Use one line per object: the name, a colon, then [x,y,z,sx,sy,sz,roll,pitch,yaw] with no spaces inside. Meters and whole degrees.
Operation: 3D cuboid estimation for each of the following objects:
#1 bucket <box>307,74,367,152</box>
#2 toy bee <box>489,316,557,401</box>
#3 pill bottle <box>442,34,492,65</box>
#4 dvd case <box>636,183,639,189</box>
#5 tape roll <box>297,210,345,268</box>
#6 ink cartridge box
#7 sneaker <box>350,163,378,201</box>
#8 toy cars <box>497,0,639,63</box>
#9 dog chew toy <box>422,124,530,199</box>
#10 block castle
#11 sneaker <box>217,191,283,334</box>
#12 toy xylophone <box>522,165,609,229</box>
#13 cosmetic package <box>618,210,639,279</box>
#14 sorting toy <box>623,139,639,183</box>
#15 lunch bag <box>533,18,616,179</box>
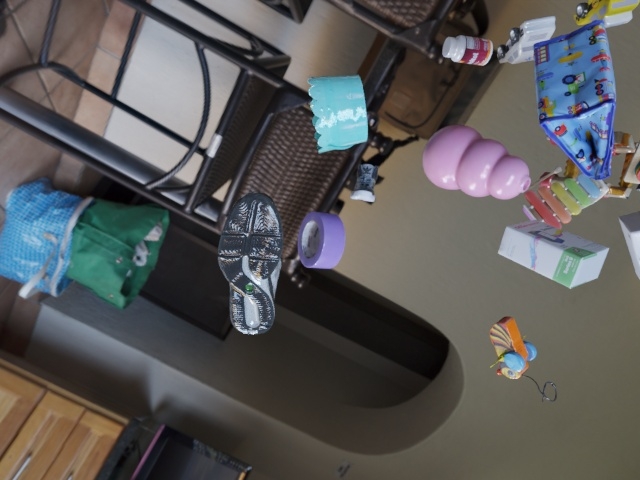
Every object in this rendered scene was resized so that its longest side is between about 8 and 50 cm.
bucket: [0.061,-0.463,1.618,0.281,0.183,0.280,172,-90,-90]
toy bee: [0.662,0.421,1.561,0.162,0.196,0.297,-36,-120,57]
pill bottle: [0.505,-0.657,1.538,0.086,0.152,0.085,-177,-90,-79]
dvd case: [1.166,-0.150,1.451,0.029,0.180,0.239,-67,163,10]
tape roll: [0.000,0.000,1.492,0.189,0.080,0.188,-19,-111,60]
ink cartridge box: [0.615,0.029,1.191,0.212,0.155,0.093,33,-56,47]
sneaker: [0.185,-0.244,1.856,0.268,0.102,0.152,-48,146,-81]
toy cars: [0.616,-0.528,1.116,0.394,0.177,0.087,-14,-94,50]
dog chew toy: [0.476,-0.226,1.361,0.332,0.207,0.206,36,-81,40]
block castle: [1.259,-0.364,2.107,0.213,0.454,0.302,-152,-112,-65]
sneaker: [-0.195,0.029,1.311,0.257,0.169,0.446,-93,-171,-60]
toy xylophone: [0.972,-0.182,1.827,0.323,0.236,0.081,-37,154,2]
cosmetic package: [1.099,-0.012,1.258,0.386,0.217,0.156,-16,-163,28]
sorting toy: [1.372,-0.310,1.728,0.089,0.258,0.255,-56,153,-50]
lunch bag: [0.588,-0.285,0.995,0.138,0.293,0.220,-10,-119,37]
